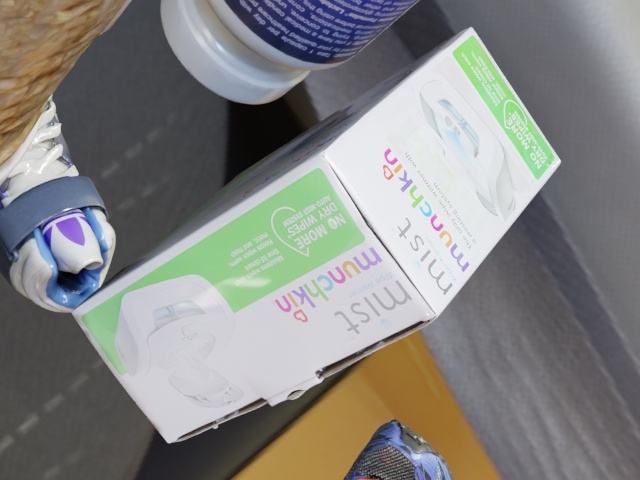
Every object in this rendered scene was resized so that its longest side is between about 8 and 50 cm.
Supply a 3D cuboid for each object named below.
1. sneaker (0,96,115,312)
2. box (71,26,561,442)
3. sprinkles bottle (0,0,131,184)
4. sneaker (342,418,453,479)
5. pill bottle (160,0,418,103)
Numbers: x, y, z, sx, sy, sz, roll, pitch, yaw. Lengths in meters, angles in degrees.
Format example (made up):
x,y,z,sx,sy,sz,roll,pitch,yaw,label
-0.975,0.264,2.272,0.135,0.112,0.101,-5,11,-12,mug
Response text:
x,y,z,sx,sy,sz,roll,pitch,yaw,label
-0.274,-0.077,1.230,0.130,0.236,0.323,-26,139,-32,sneaker
0.000,0.000,0.876,0.262,0.127,0.231,-29,-171,40,box
-0.085,-0.113,0.325,0.121,0.121,0.355,-33,177,-39,sprinkles bottle
0.030,0.223,0.946,0.087,0.083,0.221,-29,150,-47,sneaker
0.006,-0.212,0.884,0.153,0.153,0.264,-31,177,-46,pill bottle
